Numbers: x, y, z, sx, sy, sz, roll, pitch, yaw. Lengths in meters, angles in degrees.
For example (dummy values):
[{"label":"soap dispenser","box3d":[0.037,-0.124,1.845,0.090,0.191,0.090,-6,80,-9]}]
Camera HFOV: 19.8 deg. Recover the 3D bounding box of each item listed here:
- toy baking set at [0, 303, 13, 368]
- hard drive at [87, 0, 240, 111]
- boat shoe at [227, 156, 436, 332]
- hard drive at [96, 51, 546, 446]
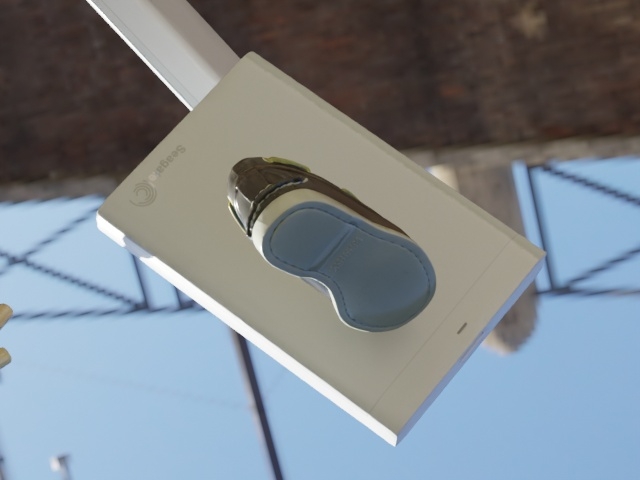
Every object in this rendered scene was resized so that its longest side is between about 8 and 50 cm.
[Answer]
[{"label":"toy baking set","box3d":[-0.398,0.128,1.667,0.256,0.030,0.197,-36,-146,-20]},{"label":"hard drive","box3d":[-0.140,-0.197,1.871,0.047,0.353,0.233,-41,-166,10]},{"label":"boat shoe","box3d":[0.011,0.001,1.341,0.081,0.228,0.068,-45,-125,6]},{"label":"hard drive","box3d":[0.000,0.000,1.496,0.307,0.040,0.203,36,-113,15]}]
